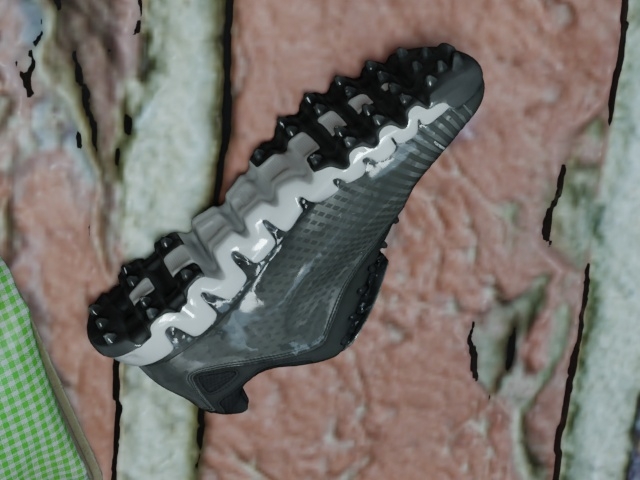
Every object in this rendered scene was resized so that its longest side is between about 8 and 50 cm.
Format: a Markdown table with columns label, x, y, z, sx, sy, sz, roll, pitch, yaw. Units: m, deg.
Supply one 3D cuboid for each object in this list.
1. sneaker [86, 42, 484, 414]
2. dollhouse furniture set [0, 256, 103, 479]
| label | x | y | z | sx | sy | sz | roll | pitch | yaw |
| --- | --- | --- | --- | --- | --- | --- | --- | --- | --- |
| sneaker | 0.000 | 0.000 | 0.986 | 0.234 | 0.078 | 0.106 | -41 | 122 | 3 |
| dollhouse furniture set | -0.214 | 0.084 | 0.875 | 0.198 | 0.151 | 0.301 | -26 | 124 | -10 |
